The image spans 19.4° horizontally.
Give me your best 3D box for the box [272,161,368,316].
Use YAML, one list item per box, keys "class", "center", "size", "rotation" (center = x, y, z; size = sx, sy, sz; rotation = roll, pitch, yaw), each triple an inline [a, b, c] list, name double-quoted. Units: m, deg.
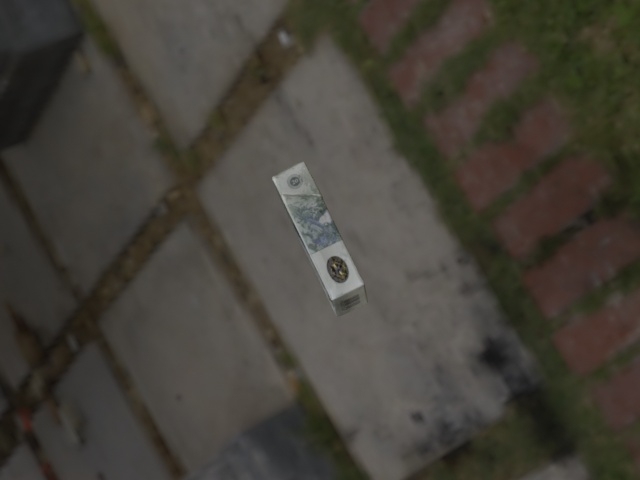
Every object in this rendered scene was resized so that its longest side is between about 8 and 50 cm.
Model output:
- class: "box"
  center: [0.000, 0.000, 1.107]
  size: [0.083, 0.024, 0.054]
  rotation: [64, 179, 14]
